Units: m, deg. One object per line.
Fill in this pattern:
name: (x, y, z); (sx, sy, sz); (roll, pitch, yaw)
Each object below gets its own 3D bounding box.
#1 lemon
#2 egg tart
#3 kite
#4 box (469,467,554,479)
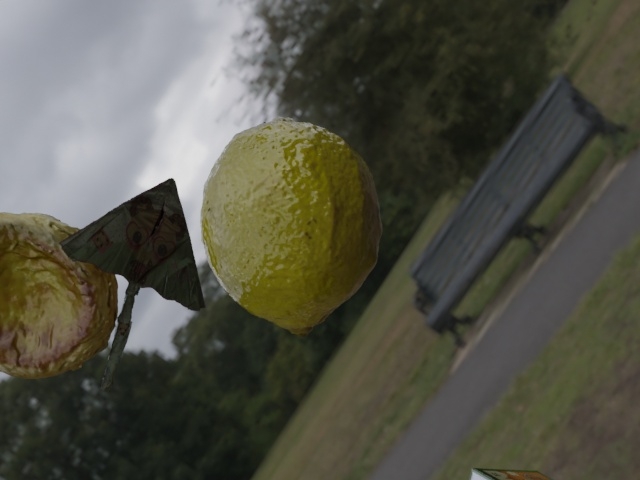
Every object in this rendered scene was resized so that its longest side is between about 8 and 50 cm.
lemon: (-0.043, -0.023, 1.853); (0.268, 0.322, 0.268); (-12, -7, -1)
egg tart: (-0.481, 0.081, 2.170); (0.319, 0.319, 0.128); (-58, 2, 22)
kite: (-0.207, 0.046, 1.429); (0.229, 0.012, 0.250); (25, -102, -46)
box: (0.307, 0.441, 1.831); (0.195, 0.148, 0.177); (21, 99, 56)
